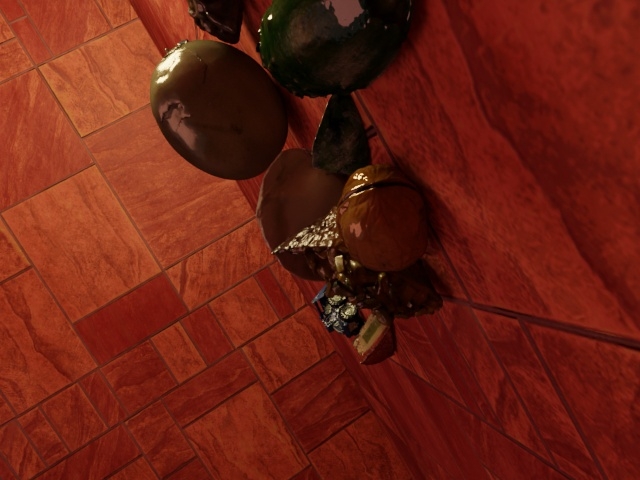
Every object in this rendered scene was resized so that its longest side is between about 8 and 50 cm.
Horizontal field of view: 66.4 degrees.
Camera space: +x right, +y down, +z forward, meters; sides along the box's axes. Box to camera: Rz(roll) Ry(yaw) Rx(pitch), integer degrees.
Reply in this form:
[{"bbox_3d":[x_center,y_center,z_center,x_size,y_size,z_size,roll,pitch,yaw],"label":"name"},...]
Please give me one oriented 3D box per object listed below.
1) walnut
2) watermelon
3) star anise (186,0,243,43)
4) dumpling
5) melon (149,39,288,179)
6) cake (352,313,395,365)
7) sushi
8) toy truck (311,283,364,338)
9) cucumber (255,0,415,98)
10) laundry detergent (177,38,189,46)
[{"bbox_3d":[0.092,-0.035,0.744,0.144,0.144,0.180,51,174,37],"label":"walnut"},{"bbox_3d":[0.026,-0.174,0.808,0.155,0.101,0.080,97,149,-50],"label":"watermelon"},{"bbox_3d":[-0.237,-0.525,0.950,0.315,0.108,0.315,62,177,6],"label":"star anise"},{"bbox_3d":[-0.017,-0.048,1.019,0.293,0.204,0.163,51,-175,-15],"label":"dumpling"},{"bbox_3d":[-0.226,-0.294,1.097,0.330,0.268,0.268,43,175,-19],"label":"melon"},{"bbox_3d":[0.147,0.288,1.425,0.086,0.116,0.220,59,172,34],"label":"cake"},{"bbox_3d":[0.071,0.055,0.868,0.296,0.179,0.167,35,154,-5],"label":"sushi"},{"bbox_3d":[0.052,0.248,1.715,0.208,0.126,0.113,49,166,46],"label":"toy truck"},{"bbox_3d":[0.001,-0.252,0.607,0.325,0.105,0.145,-158,54,-67],"label":"cucumber"},{"bbox_3d":[-0.397,-0.537,1.660,0.215,0.105,0.280,47,163,48],"label":"laundry detergent"}]
